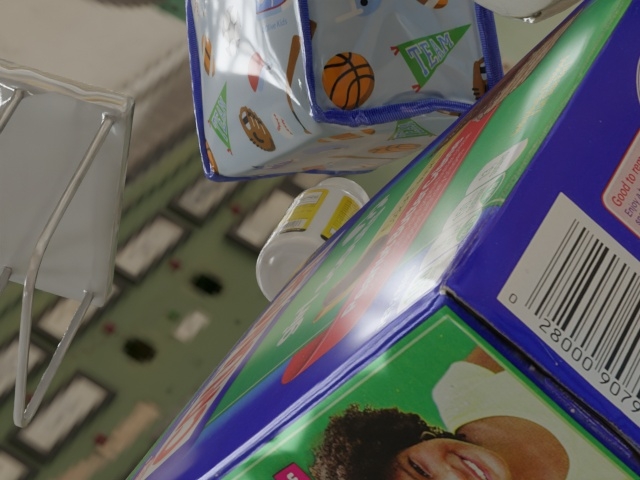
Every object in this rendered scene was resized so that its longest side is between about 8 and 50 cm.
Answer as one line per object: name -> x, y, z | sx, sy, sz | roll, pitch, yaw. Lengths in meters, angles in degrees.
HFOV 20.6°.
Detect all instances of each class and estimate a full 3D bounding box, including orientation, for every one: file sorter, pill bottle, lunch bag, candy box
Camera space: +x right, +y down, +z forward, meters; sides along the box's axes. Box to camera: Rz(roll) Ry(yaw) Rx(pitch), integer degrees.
file sorter -> -0.291, -0.013, 1.197 | 0.173, 0.278, 0.192 | -71, -4, -46
pill bottle -> 0.000, 0.000, 1.257 | 0.116, 0.065, 0.065 | -59, -7, -58
lunch bag -> -0.006, -0.270, 1.690 | 0.328, 0.239, 0.385 | 163, 102, -66
candy box -> 0.051, 0.048, 0.733 | 0.317, 0.122, 0.268 | -44, 6, 45

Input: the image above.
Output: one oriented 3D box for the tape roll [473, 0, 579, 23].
tape roll -> 0.104, -0.352, 1.296 | 0.072, 0.392, 0.392 | -28, -23, -14
